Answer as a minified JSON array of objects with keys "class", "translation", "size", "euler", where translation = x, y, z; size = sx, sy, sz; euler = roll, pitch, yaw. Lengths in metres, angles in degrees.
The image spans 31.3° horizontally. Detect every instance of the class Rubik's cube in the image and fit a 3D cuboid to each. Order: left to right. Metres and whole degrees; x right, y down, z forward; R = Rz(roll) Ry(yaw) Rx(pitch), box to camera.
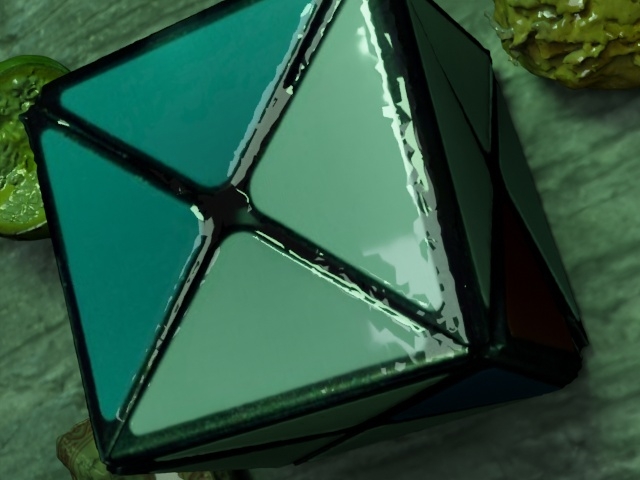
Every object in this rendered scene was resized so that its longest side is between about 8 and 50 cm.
[{"class":"Rubik's cube","translation":[0.000,0.000,0.722],"size":[0.246,0.250,0.248],"euler":[-21,73,20]}]

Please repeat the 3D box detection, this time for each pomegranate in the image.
[{"class":"pomegranate","translation":[-0.244,-0.080,0.904],"size":[0.169,0.122,0.143],"euler":[35,93,-11]}]

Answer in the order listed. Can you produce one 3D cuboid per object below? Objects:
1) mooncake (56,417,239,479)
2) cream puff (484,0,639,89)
[{"class":"mooncake","translation":[-0.126,0.177,0.851],"size":[0.130,0.073,0.125],"euler":[-29,74,20]},{"class":"cream puff","translation":[0.181,-0.188,0.731],"size":[0.189,0.129,0.189],"euler":[-5,78,25]}]
